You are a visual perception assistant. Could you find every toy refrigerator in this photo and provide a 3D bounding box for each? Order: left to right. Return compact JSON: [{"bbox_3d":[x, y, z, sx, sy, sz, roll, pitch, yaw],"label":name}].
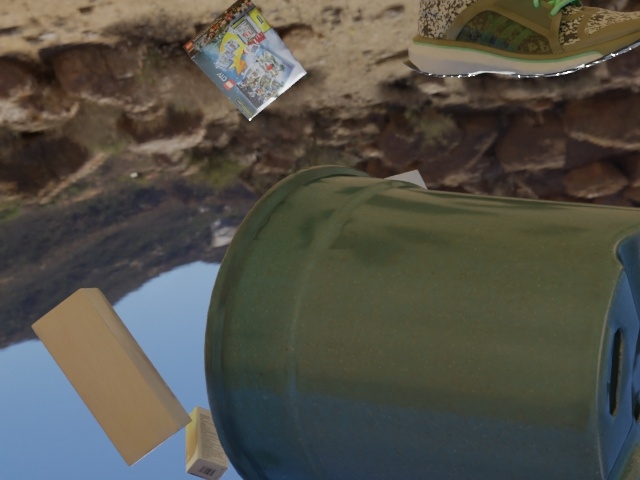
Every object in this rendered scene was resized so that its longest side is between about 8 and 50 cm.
[{"bbox_3d":[-0.329,0.213,1.352,0.102,0.269,0.094,-37,175,2],"label":"toy refrigerator"}]

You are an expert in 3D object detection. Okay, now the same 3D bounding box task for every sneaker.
[{"bbox_3d":[0.299,-0.344,1.259,0.410,0.182,0.158,5,-156,35],"label":"sneaker"}]

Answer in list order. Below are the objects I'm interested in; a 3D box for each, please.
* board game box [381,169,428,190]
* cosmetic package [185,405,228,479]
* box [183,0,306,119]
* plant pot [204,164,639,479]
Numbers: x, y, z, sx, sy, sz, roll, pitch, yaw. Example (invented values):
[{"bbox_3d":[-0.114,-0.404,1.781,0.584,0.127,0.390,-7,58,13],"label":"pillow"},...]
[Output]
[{"bbox_3d":[0.000,0.000,1.591,0.318,0.066,0.318,-17,164,-31],"label":"board game box"},{"bbox_3d":[-0.188,0.333,1.393,0.041,0.060,0.115,-51,-153,24],"label":"cosmetic package"},{"bbox_3d":[-0.147,-0.363,1.706,0.159,0.044,0.233,-38,146,5],"label":"box"},{"bbox_3d":[0.135,0.099,0.736,0.334,0.341,0.341,2,-164,42],"label":"plant pot"}]
